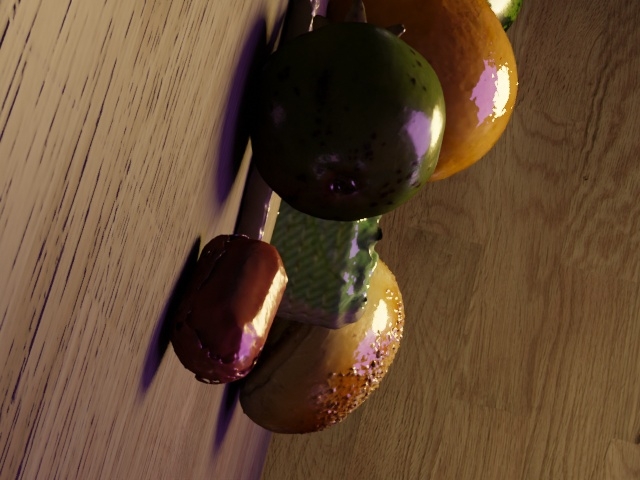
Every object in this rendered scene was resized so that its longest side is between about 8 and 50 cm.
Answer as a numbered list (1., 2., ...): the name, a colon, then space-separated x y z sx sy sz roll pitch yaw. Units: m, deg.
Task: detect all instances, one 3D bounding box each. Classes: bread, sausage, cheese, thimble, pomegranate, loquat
1. bread: 0.009 0.146 1.520 0.305 0.158 0.305 -53 -170 13
2. sausage: -0.071 0.051 0.826 0.141 0.076 0.076 -75 178 -52
3. cheese: -0.048 -0.084 1.093 0.085 0.034 0.400 -30 133 -87
4. thimble: 0.000 0.000 1.321 0.219 0.150 0.219 13 90 -87
5. pomegranate: 0.024 -0.126 0.981 0.224 0.181 0.182 -89 -172 -49
6. loquat: 0.099 -0.194 1.224 0.263 0.263 0.263 14 90 -88

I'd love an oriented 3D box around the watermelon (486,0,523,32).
1. watermelon: 0.168 -0.398 1.601 0.285 0.285 0.285 14 90 -88
